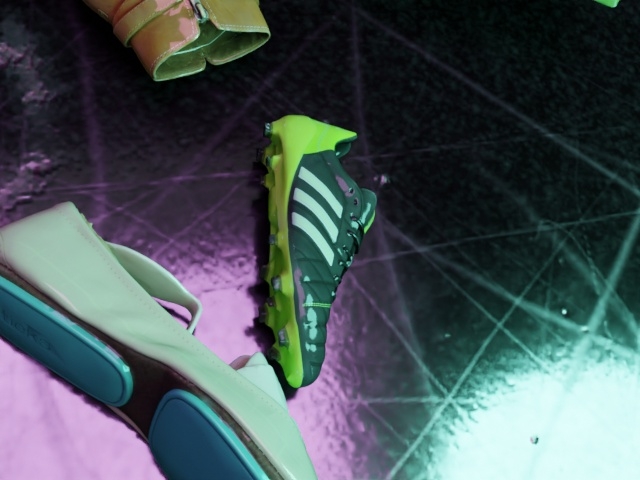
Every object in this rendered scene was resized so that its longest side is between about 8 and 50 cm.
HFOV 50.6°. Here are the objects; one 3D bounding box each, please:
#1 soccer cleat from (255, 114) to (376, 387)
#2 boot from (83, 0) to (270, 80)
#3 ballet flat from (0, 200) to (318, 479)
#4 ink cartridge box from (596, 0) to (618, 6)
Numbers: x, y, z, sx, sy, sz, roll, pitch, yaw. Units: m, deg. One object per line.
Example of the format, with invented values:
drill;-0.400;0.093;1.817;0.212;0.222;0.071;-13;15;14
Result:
soccer cleat;0.000;0.000;0.413;0.073;0.060;0.178;4;64;-15
boot;-0.074;-0.203;0.474;0.197;0.073;0.152;-32;77;-12
ballet flat;-0.073;0.070;0.358;0.248;0.086;0.086;41;64;5
ink cartridge box;0.153;-0.299;0.570;0.189;0.097;0.255;18;30;-7
